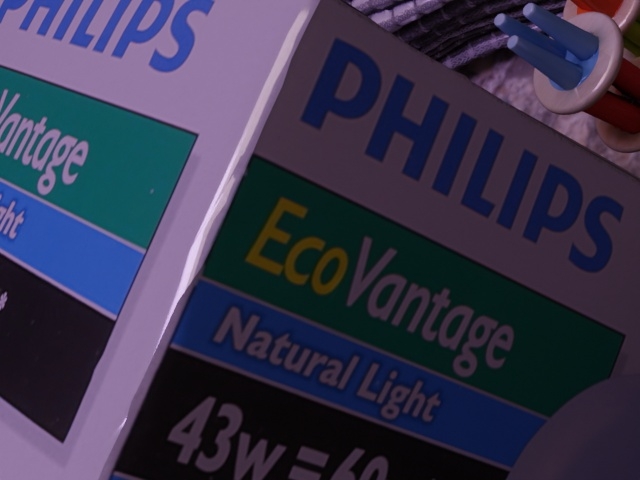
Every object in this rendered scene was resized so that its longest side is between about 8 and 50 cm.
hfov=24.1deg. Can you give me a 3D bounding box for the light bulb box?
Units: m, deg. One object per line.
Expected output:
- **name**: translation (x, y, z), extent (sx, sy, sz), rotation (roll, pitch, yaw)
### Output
- **light bulb box**: translation (-0.007, 0.115, 0.628), extent (0.225, 0.358, 0.361), rotation (22, 89, 52)

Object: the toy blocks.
- **toy blocks**: translation (0.137, -0.103, 0.748), extent (0.054, 0.148, 0.123), rotation (-37, 45, 32)

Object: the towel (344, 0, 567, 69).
- **towel**: translation (0.096, -0.229, 0.901), extent (0.283, 0.121, 0.235), rotation (-23, 55, 40)
